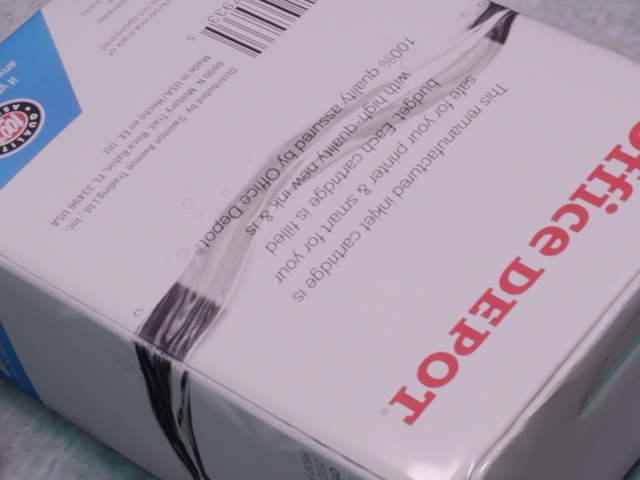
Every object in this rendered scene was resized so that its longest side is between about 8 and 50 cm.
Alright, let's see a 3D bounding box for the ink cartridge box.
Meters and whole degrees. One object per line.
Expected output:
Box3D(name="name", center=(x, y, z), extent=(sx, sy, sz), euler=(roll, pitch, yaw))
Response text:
Box3D(name="ink cartridge box", center=(0.000, 0.000, 0.992), extent=(0.395, 0.166, 0.285), euler=(28, 59, 30))
